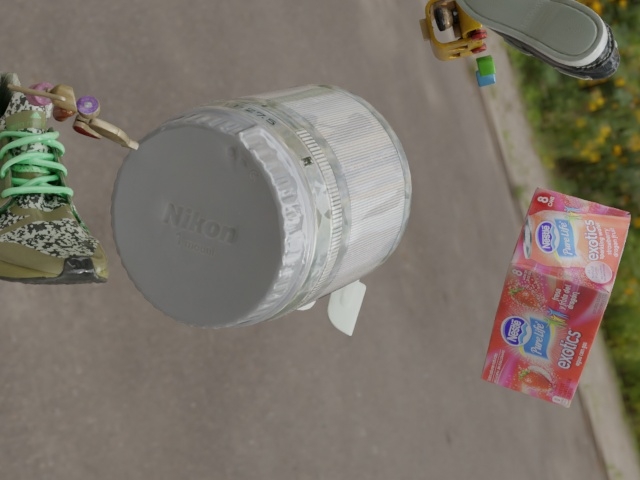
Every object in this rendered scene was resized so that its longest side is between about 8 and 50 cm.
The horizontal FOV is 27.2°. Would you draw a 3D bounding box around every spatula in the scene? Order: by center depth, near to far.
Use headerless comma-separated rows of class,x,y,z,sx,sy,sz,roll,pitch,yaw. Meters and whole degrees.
spatula,0.000,0.000,1.865,0.019,0.168,0.242,126,-15,-56

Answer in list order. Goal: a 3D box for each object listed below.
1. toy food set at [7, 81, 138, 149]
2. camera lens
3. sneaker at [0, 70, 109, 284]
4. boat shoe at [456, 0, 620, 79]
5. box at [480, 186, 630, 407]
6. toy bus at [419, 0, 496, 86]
toy food set,-0.211,-0.113,1.130,0.122,0.077,0.019,40,66,-66
camera lens,-0.050,-0.039,1.332,0.274,0.219,0.220,-22,97,-59
sneaker,-0.351,-0.081,1.533,0.410,0.158,0.182,42,-54,49
boat shoe,0.294,-0.315,1.856,0.091,0.114,0.302,32,14,-52
box,0.335,0.086,1.902,0.300,0.142,0.154,93,18,-53
toy bus,0.222,-0.368,2.241,0.191,0.104,0.202,-97,171,-51
